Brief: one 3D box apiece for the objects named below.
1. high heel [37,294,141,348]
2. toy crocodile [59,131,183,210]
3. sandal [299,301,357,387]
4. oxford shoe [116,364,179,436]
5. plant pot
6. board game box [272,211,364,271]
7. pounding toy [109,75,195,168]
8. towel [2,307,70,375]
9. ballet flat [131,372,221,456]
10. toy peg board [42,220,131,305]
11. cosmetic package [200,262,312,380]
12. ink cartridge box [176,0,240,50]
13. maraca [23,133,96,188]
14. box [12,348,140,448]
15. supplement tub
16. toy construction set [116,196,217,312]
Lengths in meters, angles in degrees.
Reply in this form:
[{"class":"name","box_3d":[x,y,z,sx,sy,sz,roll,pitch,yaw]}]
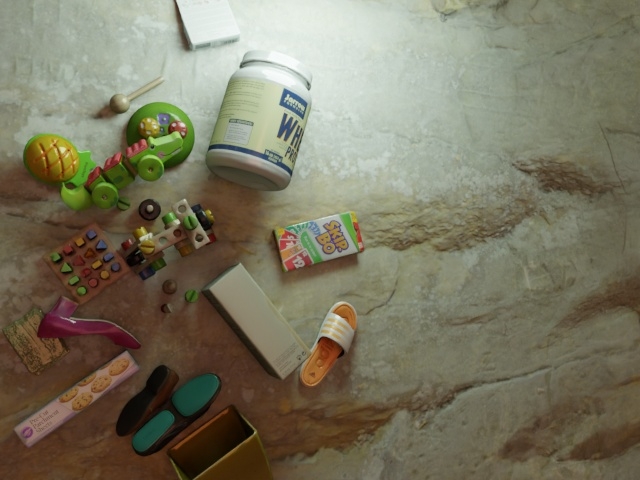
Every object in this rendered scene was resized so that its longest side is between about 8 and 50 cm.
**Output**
[{"class":"high heel","box_3d":[-0.581,0.245,1.699,0.244,0.082,0.117,34,73,-21]},{"class":"toy crocodile","box_3d":[-0.501,-0.180,1.711,0.340,0.115,0.105,-31,121,2]},{"class":"sandal","box_3d":[0.035,0.301,1.900,0.102,0.076,0.265,32,77,-13]},{"class":"oxford shoe","box_3d":[-0.444,0.427,1.747,0.212,0.076,0.076,-50,139,-5]},{"class":"plant pot","box_3d":[-0.240,0.590,1.733,0.212,0.212,0.187,-33,108,-17]},{"class":"board game box","box_3d":[0.000,0.000,1.938,0.259,0.039,0.124,-15,91,-21]},{"class":"pounding toy","box_3d":[-0.434,-0.313,1.785,0.182,0.110,0.237,-31,95,-18]},{"class":"towel","box_3d":[-0.717,0.255,1.693,0.110,0.027,0.148,-36,97,-16]},{"class":"ballet flat","box_3d":[-0.368,0.453,1.755,0.280,0.096,0.095,-38,63,-8]},{"class":"toy peg board","box_3d":[-0.597,0.058,1.720,0.160,0.079,0.161,-37,97,-17]},{"class":"cosmetic package","box_3d":[-0.175,0.217,1.799,0.113,0.160,0.309,-39,98,-17]},{"class":"ink cartridge box","box_3d":[-0.322,-0.629,1.893,0.145,0.045,0.179,-17,73,-17]},{"class":"maraca","box_3d":[-0.663,-0.200,1.714,0.185,0.099,0.127,19,82,-42]},{"class":"box","box_3d":[-0.608,0.395,1.696,0.324,0.063,0.067,-34,95,-17]},{"class":"supplement tub","box_3d":[-0.157,-0.317,1.806,0.235,0.235,0.325,18,81,-15]},{"class":"toy construction set","box_3d":[-0.376,0.031,1.708,0.257,0.237,0.309,-3,87,-18]}]
